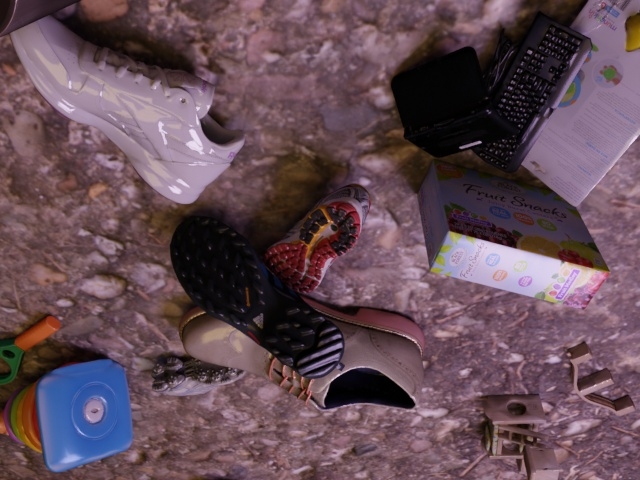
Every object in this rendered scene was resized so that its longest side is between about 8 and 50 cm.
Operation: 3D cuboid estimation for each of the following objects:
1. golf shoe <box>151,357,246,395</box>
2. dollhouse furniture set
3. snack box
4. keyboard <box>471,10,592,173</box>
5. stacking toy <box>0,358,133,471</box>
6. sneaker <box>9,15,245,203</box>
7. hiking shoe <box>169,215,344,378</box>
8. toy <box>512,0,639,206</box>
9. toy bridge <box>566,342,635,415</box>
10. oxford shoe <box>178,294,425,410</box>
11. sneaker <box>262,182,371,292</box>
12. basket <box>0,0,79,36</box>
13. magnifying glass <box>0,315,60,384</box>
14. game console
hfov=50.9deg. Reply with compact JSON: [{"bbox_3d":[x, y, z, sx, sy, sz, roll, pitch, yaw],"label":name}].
[{"bbox_3d":[-0.200,0.231,1.162,0.176,0.069,0.086,-10,147,15],"label":"golf shoe"},{"bbox_3d":[0.341,0.392,1.182,0.101,0.161,0.182,-3,127,6],"label":"dollhouse furniture set"},{"bbox_3d":[0.237,-0.012,0.862,0.207,0.174,0.070,15,124,-8],"label":"snack box"},{"bbox_3d":[0.229,-0.171,0.799,0.100,0.038,0.192,34,130,14],"label":"keyboard"},{"bbox_3d":[-0.488,0.308,1.189,0.301,0.166,0.175,-14,172,35],"label":"stacking toy"},{"bbox_3d":[-0.221,-0.181,0.810,0.152,0.114,0.305,-35,127,18],"label":"sneaker"},{"bbox_3d":[-0.096,0.090,0.957,0.304,0.113,0.132,43,171,13],"label":"hiking shoe"},{"bbox_3d":[0.324,-0.172,0.789,0.137,0.056,0.237,43,133,16],"label":"toy"},{"bbox_3d":[0.464,0.242,1.143,0.063,0.026,0.188,-32,120,26],"label":"toy bridge"},{"bbox_3d":[-0.030,0.178,1.043,0.396,0.146,0.140,4,130,1],"label":"oxford shoe"},{"bbox_3d":[0.000,0.000,0.943,0.088,0.093,0.225,44,138,-7],"label":"sneaker"},{"bbox_3d":[-0.307,-0.288,0.642,0.154,0.227,0.204,-35,120,27],"label":"basket"},{"bbox_3d":[-0.530,0.189,1.159,0.231,0.026,0.092,-31,120,24],"label":"magnifying glass"},{"bbox_3d":[0.161,-0.162,0.815,0.107,0.071,0.122,23,155,-40],"label":"game console"}]
